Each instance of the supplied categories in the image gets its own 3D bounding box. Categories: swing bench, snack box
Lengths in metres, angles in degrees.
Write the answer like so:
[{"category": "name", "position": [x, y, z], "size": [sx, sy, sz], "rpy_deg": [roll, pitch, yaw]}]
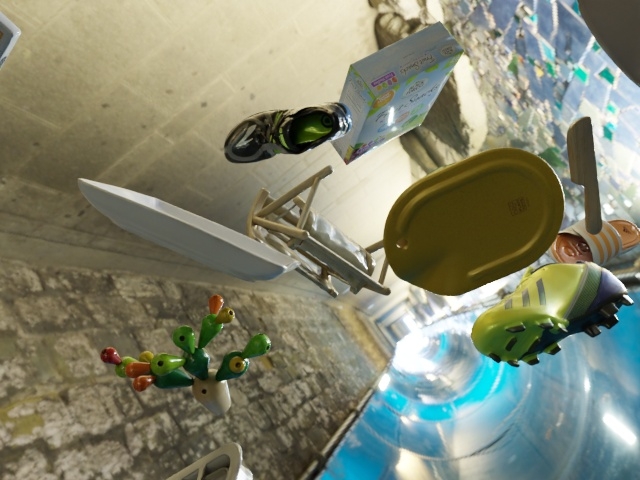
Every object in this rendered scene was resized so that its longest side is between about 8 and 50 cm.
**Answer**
[{"category": "swing bench", "position": [0.000, 0.000, 1.109], "size": [0.254, 0.253, 0.165], "rpy_deg": [-12, -129, 50]}, {"category": "snack box", "position": [0.112, -0.229, 0.836], "size": [0.174, 0.070, 0.207], "rpy_deg": [-31, 167, -17]}]

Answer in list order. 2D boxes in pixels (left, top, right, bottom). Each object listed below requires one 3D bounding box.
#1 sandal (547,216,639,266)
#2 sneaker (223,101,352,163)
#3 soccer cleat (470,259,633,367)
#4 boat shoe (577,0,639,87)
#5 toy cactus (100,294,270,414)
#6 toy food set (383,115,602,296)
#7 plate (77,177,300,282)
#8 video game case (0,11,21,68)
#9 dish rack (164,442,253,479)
[{"category": "sandal", "position": [0.556, -0.012, 1.023], "size": [0.265, 0.102, 0.076], "rpy_deg": [-18, 148, -27]}, {"category": "sneaker", "position": [-0.051, -0.148, 0.701], "size": [0.188, 0.067, 0.078], "rpy_deg": [-10, -166, 17]}, {"category": "soccer cleat", "position": [0.303, 0.090, 0.718], "size": [0.288, 0.121, 0.094], "rpy_deg": [-10, 134, -28]}, {"category": "boat shoe", "position": [0.227, -0.259, 0.322], "size": [0.158, 0.341, 0.127], "rpy_deg": [-29, -177, -15]}, {"category": "toy cactus", "position": [-0.172, 0.174, 0.723], "size": [0.218, 0.112, 0.181], "rpy_deg": [-17, 130, -4]}, {"category": "toy food set", "position": [0.164, -0.031, 0.523], "size": [0.217, 0.128, 0.071], "rpy_deg": [-22, -163, 4]}, {"category": "plate", "position": [-0.169, -0.003, 0.741], "size": [0.277, 0.277, 0.045], "rpy_deg": [5, 109, -88]}, {"category": "video game case", "position": [-0.872, -0.485, 1.151], "size": [0.300, 0.329, 0.036], "rpy_deg": [-35, -160, 31]}, {"category": "dish rack", "position": [-0.196, 0.436, 0.615], "size": [0.285, 0.072, 0.333], "rpy_deg": [-37, -161, 24]}]
